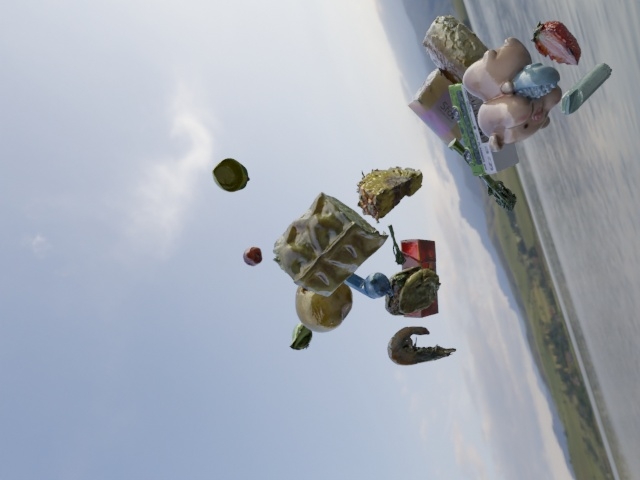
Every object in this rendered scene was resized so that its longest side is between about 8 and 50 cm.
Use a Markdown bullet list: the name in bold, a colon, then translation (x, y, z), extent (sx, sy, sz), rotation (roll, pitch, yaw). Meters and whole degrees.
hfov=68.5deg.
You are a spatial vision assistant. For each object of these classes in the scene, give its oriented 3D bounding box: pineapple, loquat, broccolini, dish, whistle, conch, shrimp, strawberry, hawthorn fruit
- **pineapple**: translation (0.154, -0.131, 1.208), extent (0.233, 0.135, 0.079), rotation (-33, -47, -43)
- **loquat**: translation (0.015, 0.217, 1.635), extent (0.213, 0.213, 0.213), rotation (44, -143, -46)
- **broccolini**: translation (0.247, 0.013, 1.527), extent (0.030, 0.035, 0.139), rotation (-18, -85, -31)
- **dish**: translation (-0.412, -0.286, 2.068), extent (0.208, 0.080, 0.148), rotation (10, -93, -51)
- **whistle**: translation (0.806, -0.465, 1.428), extent (0.312, 0.062, 0.062), rotation (-38, -69, -34)
- **conch**: translation (-0.081, 0.425, 2.114), extent (0.095, 0.079, 0.200), rotation (23, -146, -7)
- **whistle**: translation (0.160, 0.131, 1.473), extent (0.158, 0.090, 0.090), rotation (29, -158, 12)
- **shrimp**: translation (0.354, 0.366, 1.632), extent (0.052, 0.251, 0.143), rotation (-139, 50, -71)
- **broccolini**: translation (0.579, -0.233, 1.693), extent (0.392, 0.074, 0.078), rotation (37, -135, -24)
- **strawberry**: translation (0.769, -0.638, 1.509), extent (0.187, 0.082, 0.146), rotation (46, -168, 8)
- **hawthorn fruit**: translation (-0.290, 0.065, 2.024), extent (0.093, 0.093, 0.093), rotation (44, -143, -46)

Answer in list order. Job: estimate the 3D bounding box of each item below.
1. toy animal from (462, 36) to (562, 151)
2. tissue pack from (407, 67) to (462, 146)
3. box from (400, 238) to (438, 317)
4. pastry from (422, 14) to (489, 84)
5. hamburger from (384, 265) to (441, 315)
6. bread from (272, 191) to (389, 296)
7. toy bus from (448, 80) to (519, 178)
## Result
- **toy animal**: translation (0.471, -0.373, 1.192), extent (0.221, 0.210, 0.229), rotation (51, 162, 30)
- **tissue pack**: translation (0.506, -0.547, 1.918), extent (0.257, 0.123, 0.215), rotation (39, -102, -17)
- **box**: translation (0.410, 0.153, 1.930), extent (0.197, 0.089, 0.313), rotation (3, -97, -56)
- **pastry**: translation (0.482, -0.642, 1.637), extent (0.330, 0.136, 0.329), rotation (42, -163, -15)
- **hamburger**: translation (0.322, 0.177, 1.697), extent (0.130, 0.206, 0.183), rotation (-128, 30, -51)
- **bread**: translation (0.018, 0.008, 1.300), extent (0.238, 0.252, 0.196), rotation (41, -163, 15)
- **toy bus**: translation (0.499, -0.351, 1.449), extent (0.301, 0.113, 0.139), rotation (69, 168, -13)
